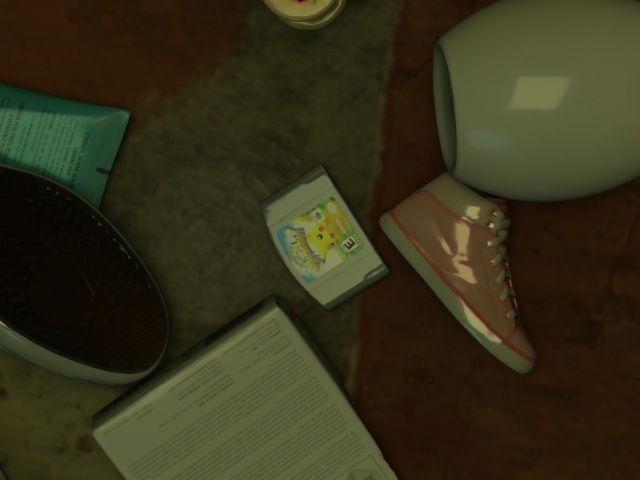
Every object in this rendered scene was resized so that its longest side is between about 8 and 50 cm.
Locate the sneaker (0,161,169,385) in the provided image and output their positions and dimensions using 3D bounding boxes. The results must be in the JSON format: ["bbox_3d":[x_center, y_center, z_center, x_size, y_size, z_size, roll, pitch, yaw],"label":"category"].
[{"bbox_3d":[-0.231,0.003,1.173,0.290,0.123,0.106,33,62,-10],"label":"sneaker"}]

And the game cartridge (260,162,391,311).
[{"bbox_3d":[0.000,0.000,1.177,0.056,0.017,0.083,-33,85,8],"label":"game cartridge"}]

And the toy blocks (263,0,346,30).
[{"bbox_3d":[-0.008,-0.196,1.117,0.054,0.148,0.123,12,89,7],"label":"toy blocks"}]

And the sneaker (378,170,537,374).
[{"bbox_3d":[0.103,0.015,1.147,0.070,0.051,0.134,-41,81,9],"label":"sneaker"}]

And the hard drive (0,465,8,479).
[{"bbox_3d":[-0.361,0.232,1.192,0.353,0.047,0.233,-31,86,4],"label":"hard drive"}]

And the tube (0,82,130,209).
[{"bbox_3d":[-0.232,-0.076,1.190,0.207,0.052,0.080,18,100,1],"label":"tube"}]

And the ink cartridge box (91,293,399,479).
[{"bbox_3d":[-0.036,0.145,1.174,0.145,0.045,0.179,-34,103,3],"label":"ink cartridge box"}]

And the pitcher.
[{"bbox_3d":[0.172,-0.115,1.121,0.207,0.125,0.178,-7,67,-5],"label":"pitcher"}]
